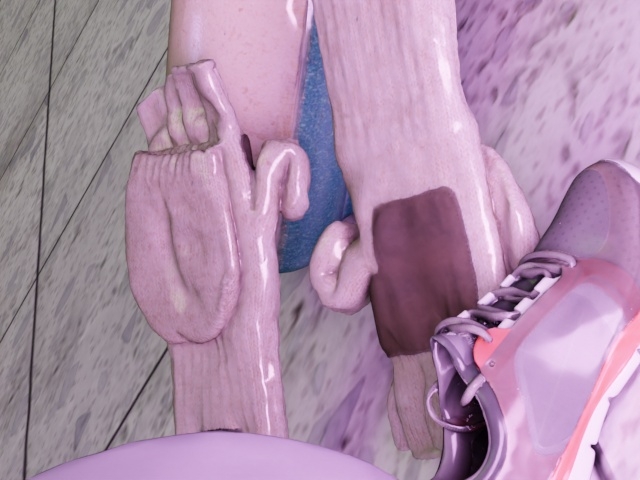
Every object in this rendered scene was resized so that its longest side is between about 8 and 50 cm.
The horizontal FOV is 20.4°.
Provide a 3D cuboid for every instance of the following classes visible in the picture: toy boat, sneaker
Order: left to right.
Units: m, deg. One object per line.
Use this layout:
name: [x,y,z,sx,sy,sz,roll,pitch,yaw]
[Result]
toy boat: [-0.003,-0.150,0.958,0.318,0.148,0.267,-89,6,-47]
sneaker: [0.075,0.035,0.634,0.061,0.064,0.158,-22,45,64]

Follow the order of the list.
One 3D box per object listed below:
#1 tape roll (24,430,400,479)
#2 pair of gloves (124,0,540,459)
tape roll: [-0.031,0.167,0.506,0.219,0.219,0.072,-59,17,15]
pair of gloves: [0.000,0.000,0.764,0.240,0.042,0.204,-20,82,48]
